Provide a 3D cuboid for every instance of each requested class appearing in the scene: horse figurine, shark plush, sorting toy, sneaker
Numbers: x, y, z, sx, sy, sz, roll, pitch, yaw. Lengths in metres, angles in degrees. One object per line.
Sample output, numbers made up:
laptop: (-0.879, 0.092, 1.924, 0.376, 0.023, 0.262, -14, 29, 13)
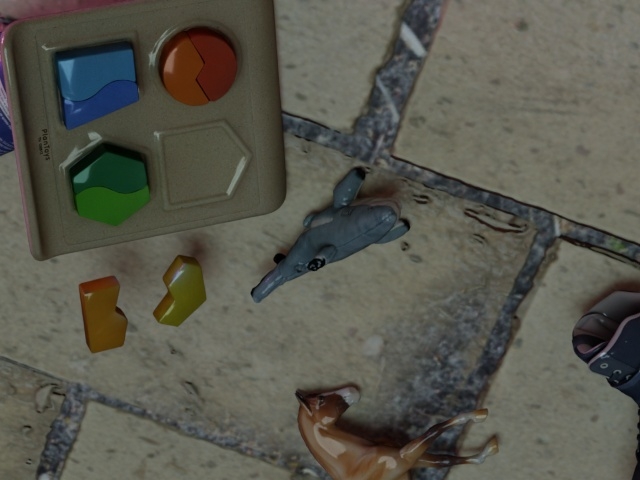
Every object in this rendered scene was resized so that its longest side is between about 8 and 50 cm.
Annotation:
horse figurine: (0.086, 0.246, 1.746, 0.174, 0.066, 0.263, -11, 116, 7)
shark plush: (0.000, 0.000, 1.613, 0.161, 0.067, 0.073, -22, 115, 19)
sorting toy: (-0.133, -0.053, 1.558, 0.229, 0.041, 0.307, -14, 121, -17)
sneaker: (0.273, 0.144, 1.639, 0.163, 0.086, 0.226, 19, 111, -16)

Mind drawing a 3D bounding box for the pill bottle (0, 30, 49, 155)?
pill bottle: (-0.292, -0.110, 1.575, 0.169, 0.094, 0.094, -21, 115, 18)
